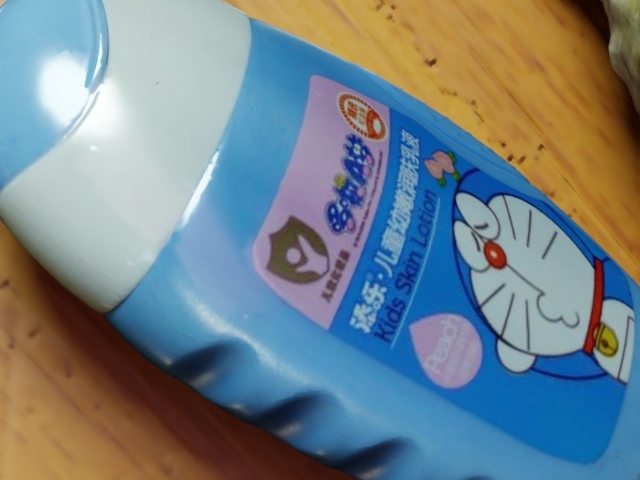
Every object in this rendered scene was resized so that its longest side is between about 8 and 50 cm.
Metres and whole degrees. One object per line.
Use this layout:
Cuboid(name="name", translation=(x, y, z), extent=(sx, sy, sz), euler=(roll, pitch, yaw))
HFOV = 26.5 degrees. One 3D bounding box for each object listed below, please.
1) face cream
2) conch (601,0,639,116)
Cuboid(name="face cream", translation=(0.000, 0.000, 0.466), extent=(0.264, 0.083, 0.149), euler=(31, 48, -20))
Cuboid(name="conch", translation=(0.187, -0.129, 0.527), extent=(0.210, 0.159, 0.291), euler=(-44, 96, -18))
